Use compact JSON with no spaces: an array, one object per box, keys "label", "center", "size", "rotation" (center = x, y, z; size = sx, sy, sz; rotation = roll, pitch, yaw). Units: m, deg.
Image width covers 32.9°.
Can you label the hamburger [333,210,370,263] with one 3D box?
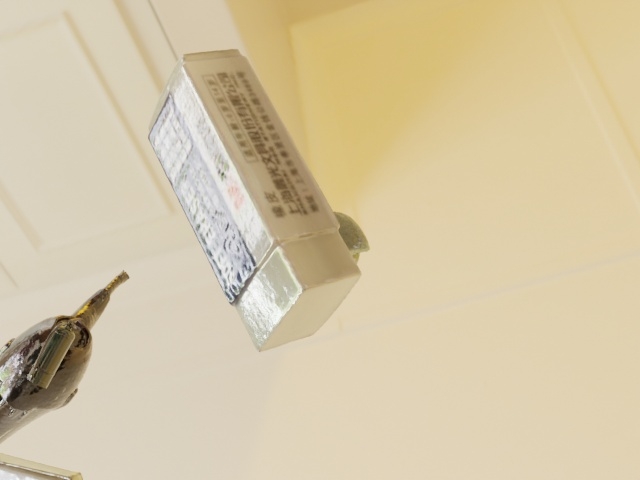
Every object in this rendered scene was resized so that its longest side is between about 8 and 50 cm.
[{"label":"hamburger","center":[0.000,-0.002,1.541],"size":[0.121,0.054,0.084],"rotation":[-13,-115,-17]}]

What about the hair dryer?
[{"label":"hair dryer","center":[-0.382,0.158,1.619],"size":[0.304,0.120,0.359],"rotation":[-48,-175,34]}]

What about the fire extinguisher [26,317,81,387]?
[{"label":"fire extinguisher","center":[-0.291,0.118,1.182],"size":[0.025,0.038,0.083],"rotation":[26,-98,21]}]

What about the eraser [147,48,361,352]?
[{"label":"eraser","center":[-0.071,-0.043,1.057],"size":[0.081,0.124,0.279],"rotation":[-13,-116,-35]}]

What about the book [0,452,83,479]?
[{"label":"book","center":[-0.320,0.374,1.206],"size":[0.217,0.310,0.021],"rotation":[4,-156,30]}]
